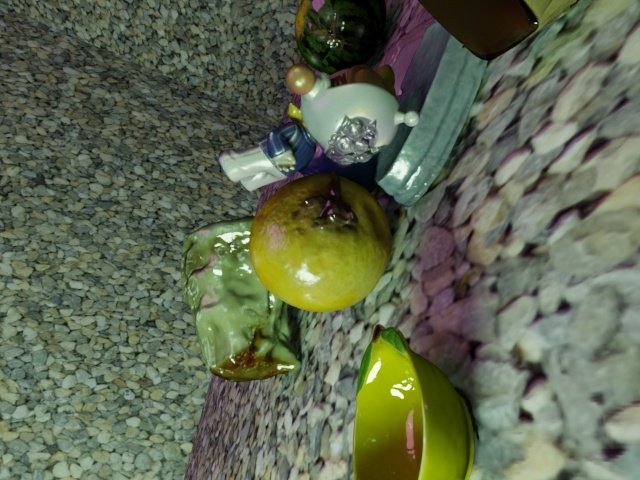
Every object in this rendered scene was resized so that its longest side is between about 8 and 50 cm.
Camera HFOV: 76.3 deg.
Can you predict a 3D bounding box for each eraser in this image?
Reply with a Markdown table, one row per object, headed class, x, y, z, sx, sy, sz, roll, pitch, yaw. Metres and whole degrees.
| class | x | y | z | sx | sy | sz | roll | pitch | yaw |
| --- | --- | --- | --- | --- | --- | --- | --- | --- | --- |
| eraser | 0.165 | -0.344 | 0.794 | 0.204 | 0.059 | 0.243 | -63 | 22 | 25 |

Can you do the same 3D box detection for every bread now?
| class | x | y | z | sx | sy | sz | roll | pitch | yaw |
| --- | --- | --- | --- | --- | --- | --- | --- | --- | --- |
| bread | 0.181 | -0.323 | 0.439 | 0.212 | 0.224 | 0.142 | -61 | 18 | -20 |

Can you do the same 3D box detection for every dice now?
| class | x | y | z | sx | sy | sz | roll | pitch | yaw |
| --- | --- | --- | --- | --- | --- | --- | --- | --- | --- |
| dice | 0.046 | -0.171 | 0.761 | 0.146 | 0.143 | 0.146 | 17 | -88 | -69 |

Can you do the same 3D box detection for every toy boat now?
| class | x | y | z | sx | sy | sz | roll | pitch | yaw |
| --- | --- | --- | --- | --- | --- | --- | --- | --- | --- |
| toy boat | 0.162 | -0.190 | 0.603 | 0.283 | 0.078 | 0.127 | -69 | 19 | 4 |

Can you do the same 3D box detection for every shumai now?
| class | x | y | z | sx | sy | sz | roll | pitch | yaw |
| --- | --- | --- | --- | --- | --- | --- | --- | --- | --- |
| shumai | -0.159 | 0.153 | 0.944 | 0.397 | 0.323 | 0.324 | 122 | 145 | -53 |

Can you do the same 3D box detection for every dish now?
| class | x | y | z | sx | sy | sz | roll | pitch | yaw |
| --- | --- | --- | --- | --- | --- | --- | --- | --- | --- |
| dish | 0.093 | 0.182 | 0.397 | 0.149 | 0.080 | 0.208 | 121 | 159 | -48 |

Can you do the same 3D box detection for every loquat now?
| class | x | y | z | sx | sy | sz | roll | pitch | yaw |
| --- | --- | --- | --- | --- | --- | --- | --- | --- | --- |
| loquat | 0.000 | 0.000 | 0.653 | 0.244 | 0.243 | 0.244 | -161 | 90 | -74 |

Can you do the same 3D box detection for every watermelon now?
| class | x | y | z | sx | sy | sz | roll | pitch | yaw |
| --- | --- | --- | --- | --- | --- | --- | --- | --- | --- |
| watermelon | 0.054 | -0.597 | 1.122 | 0.269 | 0.268 | 0.269 | -161 | 90 | -74 |

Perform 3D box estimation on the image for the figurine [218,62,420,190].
| class | x | y | z | sx | sy | sz | roll | pitch | yaw |
| --- | --- | --- | --- | --- | --- | --- | --- | --- | --- |
| figurine | -0.015 | -0.154 | 0.579 | 0.194 | 0.274 | 0.133 | 84 | 169 | -66 |
